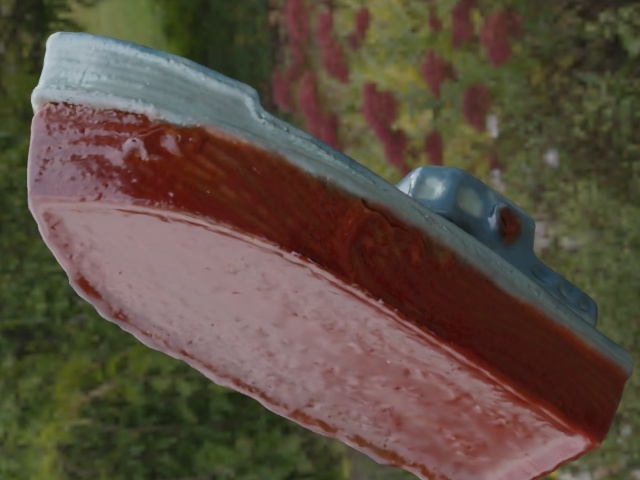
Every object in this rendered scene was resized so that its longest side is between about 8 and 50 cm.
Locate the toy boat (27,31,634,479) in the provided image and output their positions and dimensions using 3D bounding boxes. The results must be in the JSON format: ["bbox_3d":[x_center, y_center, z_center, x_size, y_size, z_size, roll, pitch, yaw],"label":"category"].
[{"bbox_3d":[0.000,0.000,0.741,0.145,0.331,0.133,-40,27,47],"label":"toy boat"}]
